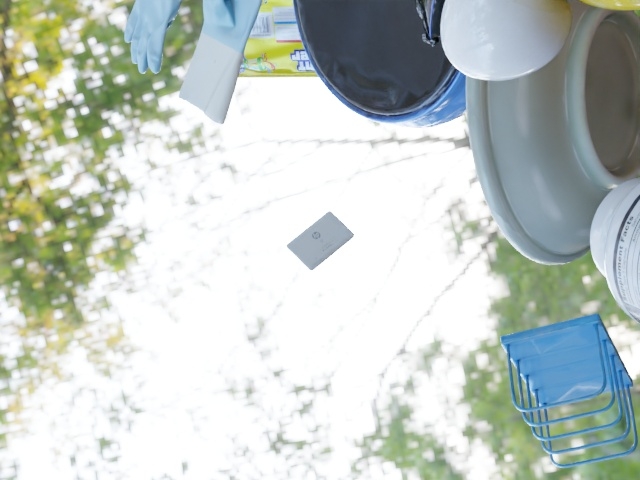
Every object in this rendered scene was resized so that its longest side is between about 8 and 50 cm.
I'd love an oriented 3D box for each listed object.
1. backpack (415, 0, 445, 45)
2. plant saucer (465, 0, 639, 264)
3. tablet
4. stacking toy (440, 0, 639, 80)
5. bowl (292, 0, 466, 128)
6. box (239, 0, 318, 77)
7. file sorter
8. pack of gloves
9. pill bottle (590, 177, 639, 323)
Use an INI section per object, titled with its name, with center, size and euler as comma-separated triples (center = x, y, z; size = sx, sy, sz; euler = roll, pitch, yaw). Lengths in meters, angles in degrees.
[backpack]
center = 0.156, -0.318, 1.773
size = 0.105, 0.084, 0.114
euler = 87, 170, -50
[plant saucer]
center = 0.312, -0.169, 1.694
size = 0.400, 0.100, 0.400
euler = -3, -86, -53
[tablet]
center = 0.000, 0.000, 1.980
size = 0.054, 0.083, 0.006
euler = 44, 160, 19
[stacking toy]
center = 0.289, -0.331, 1.290
size = 0.350, 0.480, 0.350
euler = 42, -161, -18
[bowl]
center = 0.104, -0.346, 1.983
size = 0.077, 0.391, 0.391
euler = -15, -90, -41
[box]
center = 0.026, -0.380, 2.368
size = 0.279, 0.290, 0.177
euler = -31, -61, -54
[file sorter]
center = 0.298, 0.182, 1.692
size = 0.170, 0.118, 0.104
euler = 53, -153, -49
[pack of gloves]
center = -0.162, -0.284, 1.723
size = 0.046, 0.195, 0.232
euler = -10, -54, -52
[pill bottle]
center = 0.407, 0.026, 1.427
size = 0.181, 0.181, 0.323
euler = 63, 167, -21
